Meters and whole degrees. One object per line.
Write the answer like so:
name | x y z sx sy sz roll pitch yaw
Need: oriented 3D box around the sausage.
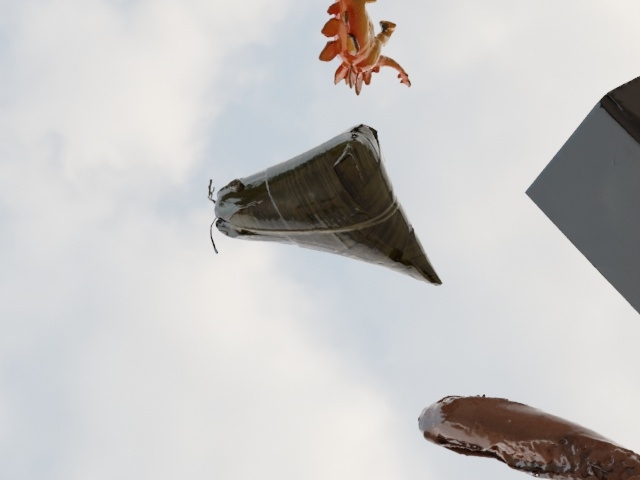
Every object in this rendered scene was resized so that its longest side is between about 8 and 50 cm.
sausage | 0.261 0.244 1.353 0.079 0.327 0.087 -16 -60 -56

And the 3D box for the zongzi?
zongzi | 0.000 0.000 1.491 0.241 0.248 0.111 62 -158 -19

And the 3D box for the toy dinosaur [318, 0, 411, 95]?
toy dinosaur | 0.046 -0.244 1.446 0.070 0.288 0.117 13 -113 28

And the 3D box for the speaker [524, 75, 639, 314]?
speaker | 0.205 0.023 0.568 0.044 0.082 0.218 -28 -111 -41
